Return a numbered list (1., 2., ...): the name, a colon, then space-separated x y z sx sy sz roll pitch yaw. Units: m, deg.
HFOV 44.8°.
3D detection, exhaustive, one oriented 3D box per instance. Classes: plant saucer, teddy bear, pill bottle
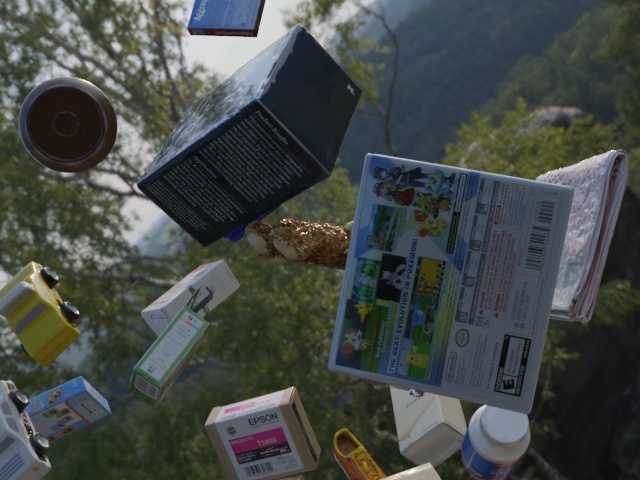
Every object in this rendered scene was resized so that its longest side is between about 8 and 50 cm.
1. plant saucer: -0.443 -0.202 1.358 0.168 0.168 0.029 -45 13 -1
2. teddy bear: 0.000 0.000 1.655 0.245 0.338 0.113 2 84 64
3. pill bottle: 0.361 0.408 1.594 0.124 0.124 0.221 -48 -23 -23

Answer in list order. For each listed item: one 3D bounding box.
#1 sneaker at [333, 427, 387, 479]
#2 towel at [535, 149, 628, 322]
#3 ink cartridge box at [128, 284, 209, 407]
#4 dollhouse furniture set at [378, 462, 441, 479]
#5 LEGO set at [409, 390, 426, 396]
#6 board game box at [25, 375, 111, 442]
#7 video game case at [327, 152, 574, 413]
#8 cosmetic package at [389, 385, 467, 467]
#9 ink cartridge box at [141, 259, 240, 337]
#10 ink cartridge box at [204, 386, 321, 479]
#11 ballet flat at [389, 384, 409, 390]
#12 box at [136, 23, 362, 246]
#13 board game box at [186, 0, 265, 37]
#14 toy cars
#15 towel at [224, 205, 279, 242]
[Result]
1. sneaker: 0.075 0.411 1.389 0.064 0.175 0.067 -30 -42 -24
2. towel: 0.463 -0.003 1.511 0.332 0.053 0.317 161 126 -80
3. ink cartridge box: -0.262 0.193 1.427 0.209 0.062 0.109 -55 -3 -35
4. dollhouse furniture set: 0.187 0.587 1.183 0.362 0.256 0.394 -15 31 -15
5. LEGO set: 0.187 0.270 1.463 0.023 0.083 0.054 17 73 34
6. board game box: -0.534 0.348 1.512 0.211 0.039 0.160 -25 -27 -9
7. video game case: 0.184 0.059 1.127 0.036 0.300 0.329 -9 -70 -79
8. cosmetic package: 0.292 0.456 2.138 0.160 0.113 0.309 -44 23 20
9. ink cartridge box: -0.339 0.153 2.024 0.218 0.092 0.158 -38 13 -31
10. ink cartridge box: -0.142 0.491 1.926 0.234 0.193 0.088 -18 15 15
11. ballet flat: 0.182 0.300 1.894 0.091 0.077 0.241 -50 13 13
12. box: -0.147 -0.213 1.638 0.395 0.212 0.293 -27 29 36
13. board game box: -0.175 -0.542 1.604 0.027 0.145 0.281 70 -152 -65
14. toy cars: -0.480 0.199 1.212 0.176 0.087 0.394 -8 61 22
15. towel: -0.209 -0.157 2.100 0.308 0.228 0.076 -37 -6 32
